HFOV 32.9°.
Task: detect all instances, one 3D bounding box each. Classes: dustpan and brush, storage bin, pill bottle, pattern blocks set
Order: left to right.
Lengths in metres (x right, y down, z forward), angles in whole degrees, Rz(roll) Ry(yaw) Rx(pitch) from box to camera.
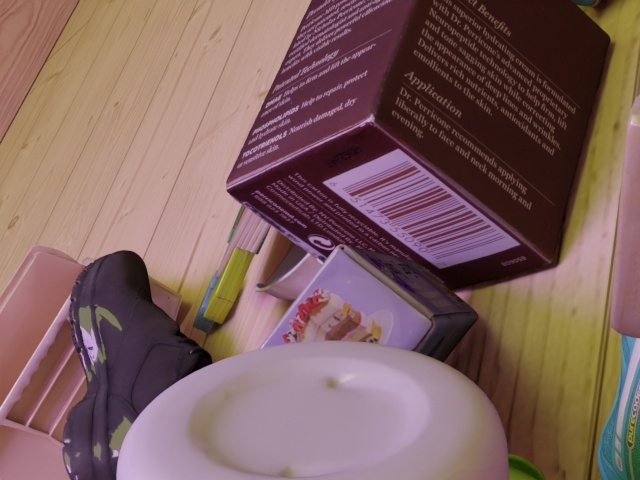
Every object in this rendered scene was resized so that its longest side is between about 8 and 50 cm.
[{"bbox_3d":[-0.296,0.136,1.188,0.260,0.123,0.262,-60,25,-11],"label":"storage bin"},{"bbox_3d":[-0.042,-0.053,0.971,0.325,0.026,0.285,128,165,-63],"label":"pattern blocks set"},{"bbox_3d":[0.000,0.000,0.906,0.147,0.060,0.211,-54,25,2],"label":"dustpan and brush"},{"bbox_3d":[0.006,0.185,0.442,0.146,0.146,0.264,-133,35,-65],"label":"pill bottle"}]

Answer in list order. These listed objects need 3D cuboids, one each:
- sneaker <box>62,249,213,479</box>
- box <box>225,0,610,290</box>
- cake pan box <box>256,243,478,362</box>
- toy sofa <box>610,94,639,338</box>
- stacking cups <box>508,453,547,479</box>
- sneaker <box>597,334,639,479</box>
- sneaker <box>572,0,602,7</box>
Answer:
[{"bbox_3d":[-0.153,0.115,0.977,0.130,0.109,0.286,-19,46,7],"label":"sneaker"},{"bbox_3d":[0.072,-0.090,0.762,0.167,0.168,0.203,-21,40,51],"label":"box"},{"bbox_3d":[-0.019,0.127,0.625,0.267,0.070,0.246,-53,-14,7],"label":"cake pan box"},{"bbox_3d":[0.242,-0.122,0.429,0.177,0.150,0.362,14,63,19],"label":"toy sofa"},{"bbox_3d":[0.129,0.165,0.462,0.096,0.096,0.316,-59,30,-9],"label":"stacking cups"},{"bbox_3d":[0.188,0.004,0.531,0.110,0.107,0.275,-40,24,57],"label":"sneaker"},{"bbox_3d":[0.216,-0.214,0.796,0.185,0.069,0.084,-3,65,67],"label":"sneaker"}]
